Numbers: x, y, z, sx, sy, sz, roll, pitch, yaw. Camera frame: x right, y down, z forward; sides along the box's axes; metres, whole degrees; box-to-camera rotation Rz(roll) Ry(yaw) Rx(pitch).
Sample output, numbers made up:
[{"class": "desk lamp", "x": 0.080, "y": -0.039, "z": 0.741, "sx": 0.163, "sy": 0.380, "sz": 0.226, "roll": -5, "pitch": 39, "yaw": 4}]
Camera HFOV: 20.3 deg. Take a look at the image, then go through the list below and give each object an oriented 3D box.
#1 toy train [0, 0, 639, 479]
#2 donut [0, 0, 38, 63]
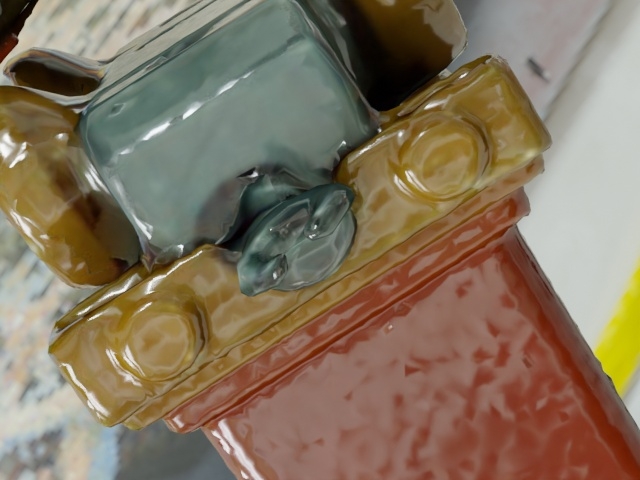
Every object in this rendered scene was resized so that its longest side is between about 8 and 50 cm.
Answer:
[{"class": "toy train", "x": 0.000, "y": 0.000, "z": 0.646, "sx": 0.163, "sy": 0.231, "sz": 0.369, "roll": -31, "pitch": 11, "yaw": 2}, {"class": "donut", "x": -0.218, "y": -0.128, "z": 0.688, "sx": 0.269, "sy": 0.103, "sz": 0.270, "roll": -13, "pitch": 49, "yaw": 16}]
